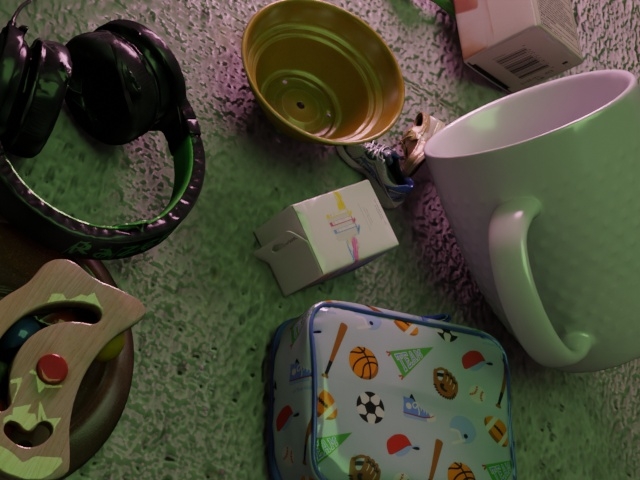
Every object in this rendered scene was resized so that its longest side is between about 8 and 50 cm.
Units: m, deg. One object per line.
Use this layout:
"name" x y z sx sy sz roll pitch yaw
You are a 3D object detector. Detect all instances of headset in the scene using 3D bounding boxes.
"headset" -0.254 -0.176 1.142 0.243 0.185 0.394 -11 69 -38

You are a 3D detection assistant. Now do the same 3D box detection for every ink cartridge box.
"ink cartridge box" 0.000 0.000 1.300 0.143 0.092 0.090 -21 82 -38

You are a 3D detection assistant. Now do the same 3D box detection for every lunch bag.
"lunch bag" 0.089 0.193 1.261 0.303 0.115 0.243 14 59 -29

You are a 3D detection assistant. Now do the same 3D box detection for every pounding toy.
"pounding toy" -0.251 0.125 0.961 0.154 0.155 0.269 47 50 -2

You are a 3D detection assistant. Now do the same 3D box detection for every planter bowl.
"planter bowl" -0.011 -0.189 1.372 0.217 0.090 0.217 12 58 -20

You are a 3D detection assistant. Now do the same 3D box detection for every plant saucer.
"plant saucer" -0.316 0.091 1.066 0.310 0.050 0.311 15 62 -30

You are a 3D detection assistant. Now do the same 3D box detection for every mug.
"mug" 0.295 0.006 1.361 0.374 0.276 0.328 -46 118 -56

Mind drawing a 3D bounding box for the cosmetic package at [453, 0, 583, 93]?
"cosmetic package" 0.277 -0.389 1.630 0.153 0.129 0.296 22 56 -47

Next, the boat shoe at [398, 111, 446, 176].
"boat shoe" 0.128 -0.130 1.476 0.045 0.050 0.135 36 34 -3

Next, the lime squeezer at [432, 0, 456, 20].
"lime squeezer" 0.130 -0.426 1.614 0.110 0.059 0.310 -35 90 -40

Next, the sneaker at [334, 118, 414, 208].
"sneaker" 0.074 -0.108 1.424 0.135 0.058 0.052 49 50 -5
